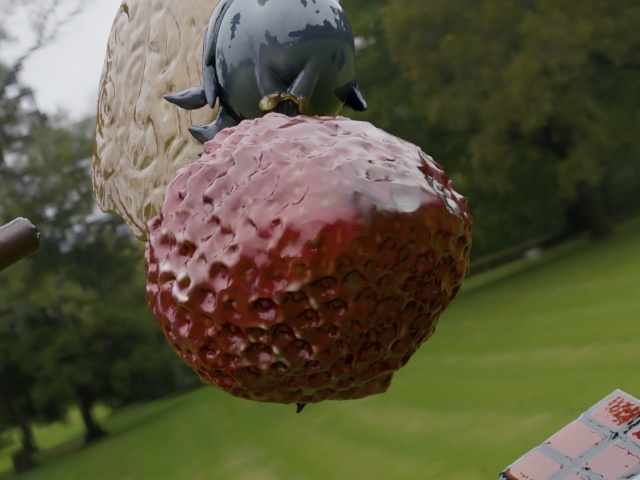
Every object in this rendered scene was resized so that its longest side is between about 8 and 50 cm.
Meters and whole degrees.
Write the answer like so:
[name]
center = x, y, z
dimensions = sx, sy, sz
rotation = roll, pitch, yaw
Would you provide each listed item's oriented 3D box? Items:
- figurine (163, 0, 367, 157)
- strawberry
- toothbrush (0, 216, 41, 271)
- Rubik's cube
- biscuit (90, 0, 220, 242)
[figurine]
center = -0.045, -0.151, 1.697
dimensions = 0.175, 0.265, 0.197
rotation = -21, 25, -29
[strawberry]
center = -0.004, -0.003, 1.418
dimensions = 0.292, 0.292, 0.310
rotation = -21, -33, -40
[toothbrush]
center = -0.429, 0.078, 1.497
dimensions = 0.364, 0.041, 0.041
rotation = -30, 3, -15
[Rubik's cube]
center = 0.282, 0.259, 1.431
dimensions = 0.163, 0.162, 0.160
rotation = -30, 30, -21
[biscuit]
center = -0.190, -0.188, 1.974
dimensions = 0.062, 0.385, 0.365
rotation = 6, 12, -33
